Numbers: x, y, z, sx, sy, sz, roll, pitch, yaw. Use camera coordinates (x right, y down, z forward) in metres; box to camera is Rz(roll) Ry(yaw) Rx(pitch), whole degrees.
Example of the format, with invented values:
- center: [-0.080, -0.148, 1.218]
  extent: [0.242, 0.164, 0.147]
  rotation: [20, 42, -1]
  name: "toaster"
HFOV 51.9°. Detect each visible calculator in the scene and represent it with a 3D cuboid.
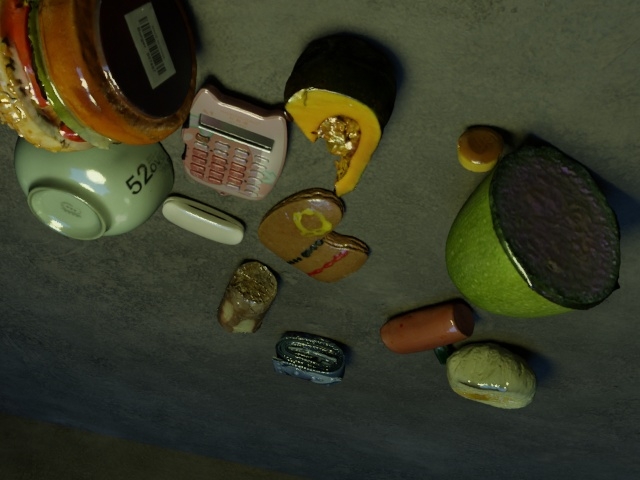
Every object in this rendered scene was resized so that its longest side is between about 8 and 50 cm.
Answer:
- center: [-0.182, -0.190, 1.363]
  extent: [0.220, 0.048, 0.330]
  rotation: [19, 147, -7]
  name: "calculator"

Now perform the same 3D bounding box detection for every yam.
- center: [-0.197, 0.161, 1.776]
  extent: [0.128, 0.129, 0.238]
  rotation: [49, 144, 13]
  name: "yam"

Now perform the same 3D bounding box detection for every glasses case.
- center: [-0.281, -0.047, 1.581]
  extent: [0.204, 0.051, 0.081]
  rotation: [24, 144, -12]
  name: "glasses case"

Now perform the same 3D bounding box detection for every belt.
- center: [-0.028, 0.362, 1.983]
  extent: [0.218, 0.122, 0.128]
  rotation: [13, 147, 14]
  name: "belt"

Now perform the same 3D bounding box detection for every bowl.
- center: [-0.520, -0.125, 1.449]
  extent: [0.353, 0.185, 0.354]
  rotation: [10, 144, 7]
  name: "bowl"

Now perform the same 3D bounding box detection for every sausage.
- center: [0.269, 0.233, 1.714]
  extent: [0.259, 0.114, 0.113]
  rotation: [-23, 130, 40]
  name: "sausage"

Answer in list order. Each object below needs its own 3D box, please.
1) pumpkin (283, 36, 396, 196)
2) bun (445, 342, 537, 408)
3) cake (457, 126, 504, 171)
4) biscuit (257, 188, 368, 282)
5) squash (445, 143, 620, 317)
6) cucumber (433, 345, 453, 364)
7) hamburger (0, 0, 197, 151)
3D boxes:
- center: [0.015, -0.217, 1.171]
  extent: [0.190, 0.139, 0.280]
  rotation: [18, 142, -10]
  name: "pumpkin"
- center: [0.467, 0.358, 1.776]
  extent: [0.243, 0.153, 0.244]
  rotation: [13, 163, 4]
  name: "bun"
- center: [0.288, -0.166, 1.191]
  extent: [0.084, 0.084, 0.044]
  rotation: [7, 152, 10]
  name: "cake"
- center: [0.000, 0.001, 1.545]
  extent: [0.277, 0.052, 0.262]
  rotation: [37, 139, -27]
  name: "biscuit"
- center: [0.348, 0.017, 1.258]
  extent: [0.310, 0.310, 0.309]
  rotation: [28, 149, -18]
  name: "squash"
- center: [0.338, 0.306, 1.835]
  extent: [0.048, 0.048, 0.105]
  rotation: [-7, 139, 28]
  name: "cucumber"
- center: [-0.375, -0.303, 1.053]
  extent: [0.250, 0.330, 0.330]
  rotation: [-2, 141, 24]
  name: "hamburger"
